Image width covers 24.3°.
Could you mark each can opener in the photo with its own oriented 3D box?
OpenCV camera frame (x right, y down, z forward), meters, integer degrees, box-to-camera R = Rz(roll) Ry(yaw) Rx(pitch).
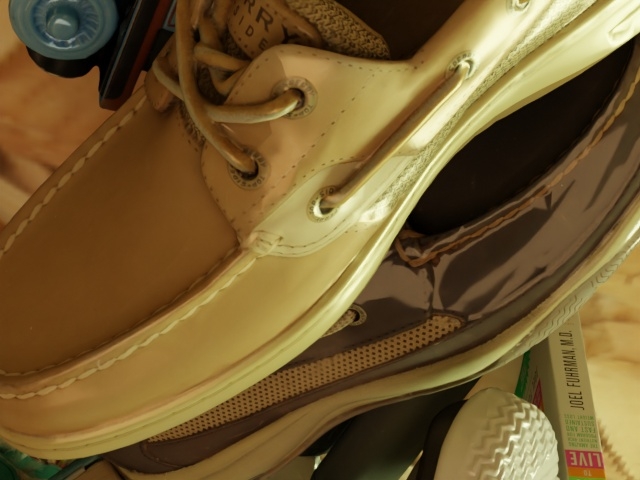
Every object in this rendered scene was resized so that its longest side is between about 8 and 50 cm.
[{"bbox_3d":[0.023,0.101,0.776,0.093,0.074,0.280,-8,141,-38],"label":"can opener"}]

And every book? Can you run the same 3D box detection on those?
[{"bbox_3d":[0.116,0.108,0.718,0.035,0.144,0.096,4,129,-2],"label":"book"}]

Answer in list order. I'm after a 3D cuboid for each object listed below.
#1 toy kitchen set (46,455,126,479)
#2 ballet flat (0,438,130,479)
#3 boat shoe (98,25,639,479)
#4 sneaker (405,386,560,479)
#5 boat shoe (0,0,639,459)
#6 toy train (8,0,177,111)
[{"bbox_3d":[-0.190,0.081,0.702,0.122,0.166,0.207,-33,146,-8],"label":"toy kitchen set"},{"bbox_3d":[-0.164,0.142,0.797,0.241,0.077,0.091,31,93,-22],"label":"ballet flat"},{"bbox_3d":[0.000,0.000,0.629,0.130,0.132,0.355,28,125,-37],"label":"boat shoe"},{"bbox_3d":[0.010,0.149,0.670,0.153,0.101,0.269,25,135,19],"label":"sneaker"},{"bbox_3d":[-0.009,-0.061,0.522,0.341,0.121,0.110,-42,148,1],"label":"boat shoe"},{"bbox_3d":[-0.054,-0.131,0.573,0.105,0.080,0.184,15,128,-18],"label":"toy train"}]
